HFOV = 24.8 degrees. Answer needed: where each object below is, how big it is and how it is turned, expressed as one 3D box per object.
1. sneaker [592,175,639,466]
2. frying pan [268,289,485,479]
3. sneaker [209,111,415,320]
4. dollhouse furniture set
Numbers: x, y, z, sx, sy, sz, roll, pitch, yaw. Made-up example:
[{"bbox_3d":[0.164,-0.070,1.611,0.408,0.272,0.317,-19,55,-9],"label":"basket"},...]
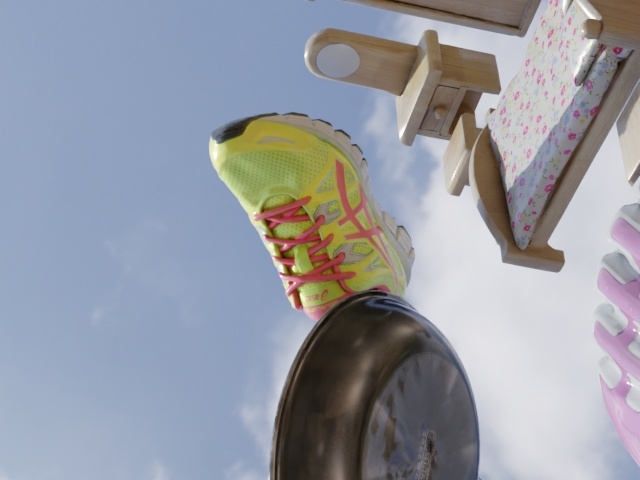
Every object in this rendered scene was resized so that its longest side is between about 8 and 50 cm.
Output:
[{"bbox_3d":[0.166,-0.026,0.435,0.105,0.236,0.095,13,-163,-26],"label":"sneaker"},{"bbox_3d":[0.067,0.172,0.889,0.326,0.053,0.197,58,-134,-35],"label":"frying pan"},{"bbox_3d":[0.000,0.000,0.923,0.208,0.081,0.094,45,-140,-41],"label":"sneaker"},{"bbox_3d":[0.080,-0.093,0.948,0.174,0.303,0.355,10,-135,-11],"label":"dollhouse furniture set"}]
